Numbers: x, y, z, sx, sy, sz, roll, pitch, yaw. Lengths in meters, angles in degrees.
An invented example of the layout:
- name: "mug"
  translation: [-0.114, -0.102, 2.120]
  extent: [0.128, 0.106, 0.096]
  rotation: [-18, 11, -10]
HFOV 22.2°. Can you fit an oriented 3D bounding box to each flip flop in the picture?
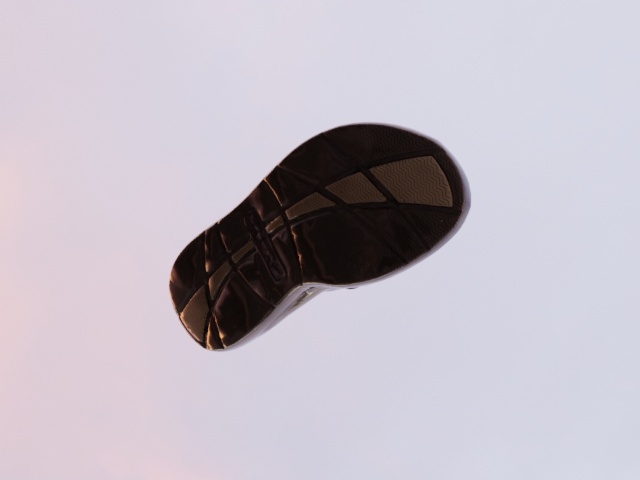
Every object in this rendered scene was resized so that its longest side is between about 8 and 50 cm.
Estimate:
- name: "flip flop"
  translation: [0.000, 0.000, 1.158]
  extent: [0.277, 0.080, 0.112]
  rotation: [-34, -106, 40]
